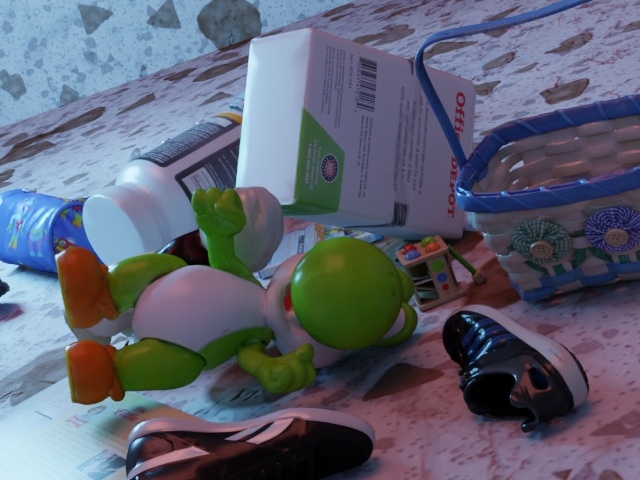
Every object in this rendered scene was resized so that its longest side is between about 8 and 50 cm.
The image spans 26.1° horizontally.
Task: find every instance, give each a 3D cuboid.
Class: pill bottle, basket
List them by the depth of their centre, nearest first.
[{"bbox_3d":[0.253,-0.097,1.355,0.255,0.289,0.201,-13,19,26],"label":"basket"},{"bbox_3d":[-0.193,-0.065,1.979,0.162,0.162,0.278,-1,26,48],"label":"pill bottle"}]

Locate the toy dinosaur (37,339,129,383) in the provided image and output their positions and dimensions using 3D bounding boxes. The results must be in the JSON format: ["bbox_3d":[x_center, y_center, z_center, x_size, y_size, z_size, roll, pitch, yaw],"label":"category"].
[{"bbox_3d":[-0.227,0.146,1.607,0.183,0.053,0.092,-23,1,-32],"label":"toy dinosaur"}]

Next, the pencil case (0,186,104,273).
[{"bbox_3d":[-0.426,-0.017,2.161,0.119,0.133,0.306,17,-5,-34],"label":"pencil case"}]

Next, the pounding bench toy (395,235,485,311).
[{"bbox_3d":[0.132,0.027,1.498,0.083,0.065,0.052,-21,17,-1],"label":"pounding bench toy"}]

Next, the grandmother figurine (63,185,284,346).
[{"bbox_3d":[-0.164,0.032,1.558,0.342,0.104,0.208,-31,2,44],"label":"grandmother figurine"}]

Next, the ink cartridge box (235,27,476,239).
[{"bbox_3d":[0.046,-0.115,1.611,0.273,0.198,0.115,11,-9,-42],"label":"ink cartridge box"}]

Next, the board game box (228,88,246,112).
[{"bbox_3d":[-0.044,-0.162,2.126,0.194,0.194,0.060,-45,25,-23],"label":"board game box"}]

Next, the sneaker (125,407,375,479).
[{"bbox_3d":[-0.060,0.214,1.173,0.217,0.079,0.121,-4,45,3],"label":"sneaker"}]

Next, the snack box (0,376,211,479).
[{"bbox_3d":[-0.242,0.218,1.360,0.187,0.060,0.322,-29,19,-27],"label":"snack box"}]

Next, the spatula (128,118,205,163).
[{"bbox_3d":[-0.249,-0.092,2.125,0.168,0.019,0.242,-27,-24,-31],"label":"spatula"}]

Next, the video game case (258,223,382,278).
[{"bbox_3d":[0.000,0.000,1.813,0.166,0.015,0.119,-19,17,7],"label":"video game case"}]

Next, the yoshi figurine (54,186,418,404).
[{"bbox_3d":[-0.072,0.061,1.360,0.362,0.203,0.203,-5,22,-11],"label":"yoshi figurine"}]

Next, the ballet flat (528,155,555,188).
[{"bbox_3d":[0.332,-0.074,1.552,0.241,0.077,0.091,-6,22,39],"label":"ballet flat"}]

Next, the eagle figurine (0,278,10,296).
[{"bbox_3d":[-0.642,0.094,2.060,0.298,0.225,0.226,26,86,27],"label":"eagle figurine"}]

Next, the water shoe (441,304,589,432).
[{"bbox_3d":[0.148,0.110,1.220,0.080,0.073,0.203,-30,19,-20],"label":"water shoe"}]
